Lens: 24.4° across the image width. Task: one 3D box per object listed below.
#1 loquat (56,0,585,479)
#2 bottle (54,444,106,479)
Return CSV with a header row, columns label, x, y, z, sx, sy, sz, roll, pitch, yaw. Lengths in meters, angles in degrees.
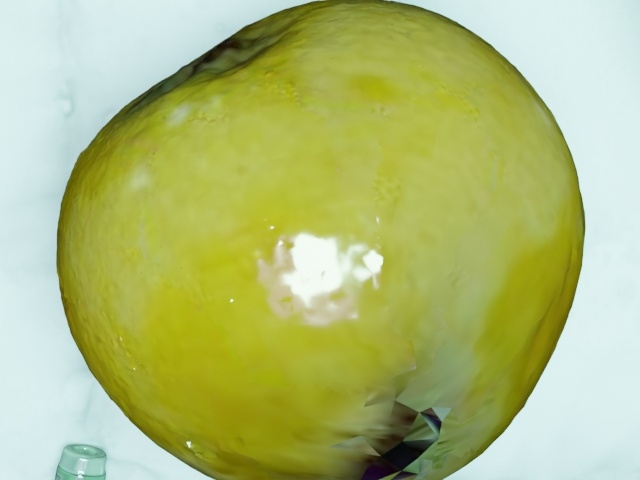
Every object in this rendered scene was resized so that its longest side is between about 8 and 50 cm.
label,x,y,z,sx,sy,sz,roll,pitch,yaw
loquat,0.000,0.000,0.740,0.263,0.263,0.263,-1,99,-4
bottle,-0.146,0.163,0.869,0.030,0.030,0.083,11,97,-6
